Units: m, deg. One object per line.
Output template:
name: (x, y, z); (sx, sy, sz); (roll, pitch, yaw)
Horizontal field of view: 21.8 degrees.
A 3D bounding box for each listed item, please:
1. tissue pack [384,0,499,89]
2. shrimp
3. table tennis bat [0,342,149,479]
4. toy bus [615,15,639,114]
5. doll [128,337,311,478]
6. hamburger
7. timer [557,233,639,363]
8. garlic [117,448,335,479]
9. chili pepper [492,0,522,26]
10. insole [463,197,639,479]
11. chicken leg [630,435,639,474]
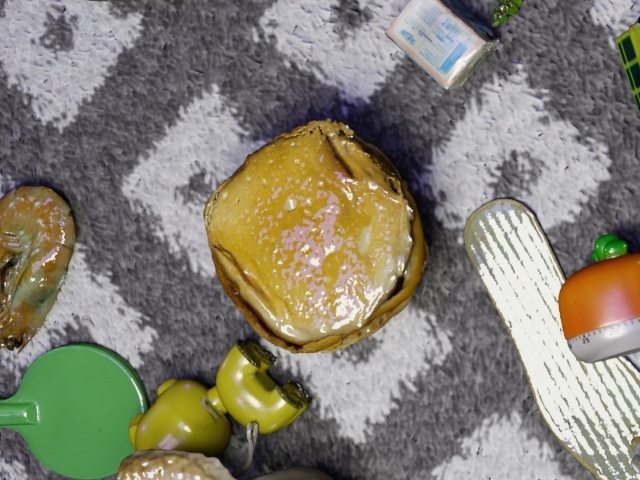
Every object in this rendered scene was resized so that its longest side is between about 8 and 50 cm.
tissue pack: (0.127, -0.211, 1.729); (0.094, 0.059, 0.074); (45, 110, 11)
shrimp: (-0.351, 0.036, 1.932); (0.115, 0.051, 0.217); (26, 104, 23)
table tennis bat: (-0.319, 0.201, 1.943); (0.257, 0.039, 0.160); (-3, 94, 15)
toy bus: (0.387, -0.101, 1.594); (0.128, 0.150, 0.262); (-17, 88, -7)
doll: (-0.129, 0.207, 1.829); (0.221, 0.143, 0.135); (-41, 82, 7)
hamburger: (0.000, 0.000, 1.744); (0.244, 0.163, 0.244); (-1, 86, 19)
timer: (0.302, 0.055, 1.672); (0.136, 0.099, 0.136); (-1, 75, 5)
garlic: (-0.092, 0.323, 1.770); (0.279, 0.325, 0.132); (-9, 58, 9)
chili pepper: (0.205, -0.254, 1.717); (0.083, 0.022, 0.027); (-44, 78, 14)
insole: (0.256, 0.113, 1.737); (0.119, 0.009, 0.348); (-31, 84, 20)
chicken leg: (0.391, 0.181, 1.659); (0.125, 0.080, 0.196); (29, 99, 17)
